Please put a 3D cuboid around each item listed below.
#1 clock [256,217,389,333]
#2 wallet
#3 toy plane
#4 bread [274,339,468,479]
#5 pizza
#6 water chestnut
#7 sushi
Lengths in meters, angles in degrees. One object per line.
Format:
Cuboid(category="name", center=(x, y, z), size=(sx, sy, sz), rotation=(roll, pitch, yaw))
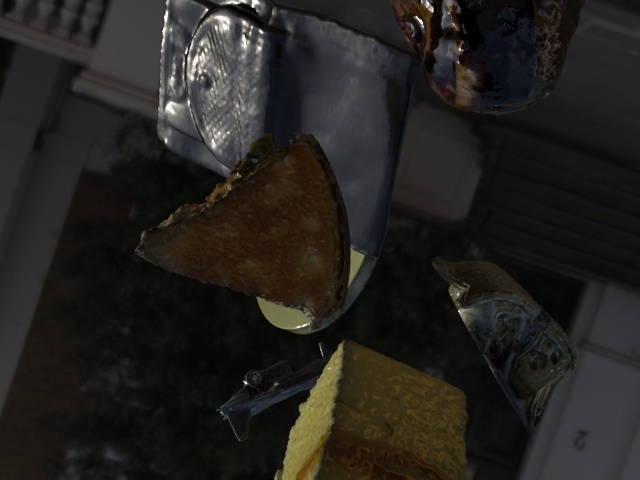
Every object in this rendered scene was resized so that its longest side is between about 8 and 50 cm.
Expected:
Cuboid(category="clock", center=(0.000, 0.000, 1.250), size=(0.029, 0.235, 0.235), rotation=(23, 179, -33))
Cuboid(category="wallet", center=(-0.050, -0.143, 1.089), size=(0.323, 0.247, 0.041), rotation=(27, -139, 24))
Cuboid(category="toy plane", center=(-0.055, 0.240, 1.792), size=(0.088, 0.267, 0.212), rotation=(56, 171, 13))
Cuboid(category="bread", center=(0.025, 0.199, 0.794), size=(0.178, 0.142, 0.266), rotation=(-6, -144, 12))
Cuboid(category="pizza", center=(-0.070, -0.003, 0.939), size=(0.195, 0.185, 0.052), rotation=(-7, 178, -10))
Cuboid(category="water chestnut", center=(0.237, -0.320, 1.370), size=(0.300, 0.300, 0.300), rotation=(19, -179, 0))
Cuboid(category="sushi", center=(0.244, 0.100, 1.324), size=(0.273, 0.109, 0.134), rotation=(59, -175, -24))
